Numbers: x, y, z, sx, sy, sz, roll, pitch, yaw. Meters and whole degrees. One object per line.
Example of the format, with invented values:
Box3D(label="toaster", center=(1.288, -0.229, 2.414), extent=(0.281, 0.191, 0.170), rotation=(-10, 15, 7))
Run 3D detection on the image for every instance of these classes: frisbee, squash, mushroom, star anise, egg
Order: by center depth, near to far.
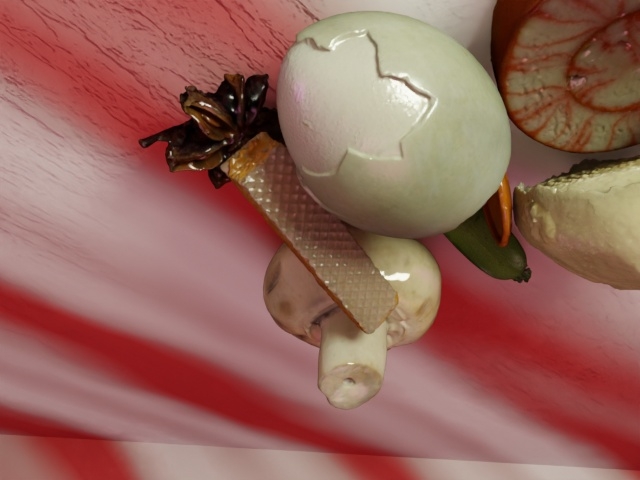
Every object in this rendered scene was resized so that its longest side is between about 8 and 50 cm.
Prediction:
Box3D(label="egg", center=(0.086, -0.155, 0.751), extent=(0.336, 0.278, 0.278), rotation=(29, 136, -27))
Box3D(label="star anise", center=(-0.139, -0.178, 0.866), extent=(0.190, 0.125, 0.220), rotation=(-34, 144, 23))
Box3D(label="frisbee", center=(0.285, -0.085, 0.899), extent=(0.035, 0.192, 0.192), rotation=(-11, 141, 8))
Box3D(label="squash", center=(0.311, -0.007, 1.078), extent=(0.101, 0.101, 0.379), rotation=(-25, 136, 32))
Box3D(label="mushroom", center=(0.074, 0.110, 1.106), extent=(0.325, 0.353, 0.353), rotation=(-47, 127, 6))

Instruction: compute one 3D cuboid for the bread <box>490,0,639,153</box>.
Box3D(label="bread", center=(0.378, -0.259, 0.727), extent=(0.295, 0.114, 0.327), rotation=(-11, 142, 17))

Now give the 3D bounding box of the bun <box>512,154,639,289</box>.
Box3D(label="bun", center=(0.481, -0.031, 0.816), extent=(0.365, 0.202, 0.364), rotation=(-14, -176, 1))

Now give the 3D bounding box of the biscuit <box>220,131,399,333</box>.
Box3D(label="biscuit", center=(0.000, 0.000, 0.880), extent=(0.378, 0.094, 0.054), rotation=(52, 167, -26))
